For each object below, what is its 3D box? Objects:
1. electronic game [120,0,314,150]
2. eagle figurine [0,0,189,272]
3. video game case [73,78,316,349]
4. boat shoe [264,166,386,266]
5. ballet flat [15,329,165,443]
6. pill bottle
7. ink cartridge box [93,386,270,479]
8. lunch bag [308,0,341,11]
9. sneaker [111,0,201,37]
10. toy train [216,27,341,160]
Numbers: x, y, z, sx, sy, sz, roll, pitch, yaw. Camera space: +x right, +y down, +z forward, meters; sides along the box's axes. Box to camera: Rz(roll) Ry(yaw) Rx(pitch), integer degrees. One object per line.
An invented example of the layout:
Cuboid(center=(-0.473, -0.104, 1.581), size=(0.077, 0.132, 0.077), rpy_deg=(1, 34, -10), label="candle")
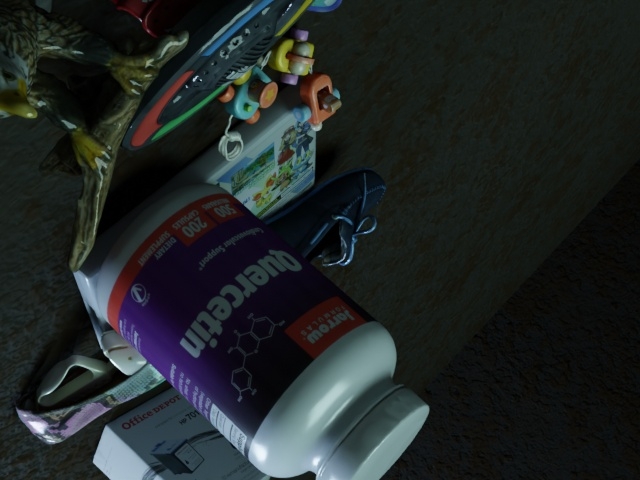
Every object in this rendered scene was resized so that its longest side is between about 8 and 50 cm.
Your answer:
Cuboid(center=(-0.070, -0.150, 0.841), size=(0.229, 0.048, 0.229), rpy_deg=(-42, -177, 2), label="electronic game")
Cuboid(center=(-0.235, -0.117, 0.649), size=(0.298, 0.225, 0.226), rpy_deg=(12, 75, -36), label="eagle figurine")
Cuboid(center=(-0.129, 0.002, 1.257), size=(0.329, 0.036, 0.300), rpy_deg=(-41, 159, -22), label="video game case")
Cuboid(center=(0.000, 0.000, 1.341), size=(0.258, 0.089, 0.109), rpy_deg=(-36, 157, -33), label="boat shoe")
Cuboid(center=(-0.232, 0.140, 1.171), size=(0.221, 0.077, 0.079), rpy_deg=(-33, 134, 7), label="ballet flat")
Cuboid(center=(-0.055, 0.101, 1.061), size=(0.181, 0.323, 0.181), rpy_deg=(-42, 159, -20), label="pill bottle")
Cuboid(center=(-0.184, 0.301, 1.450), size=(0.139, 0.191, 0.082), rpy_deg=(-27, 149, -49), label="ink cartridge box")
Cuboid(center=(0.004, -0.278, 0.962), size=(0.151, 0.096, 0.129), rpy_deg=(-23, 153, -25), label="lunch bag")
Cuboid(center=(-0.096, -0.223, 0.831), size=(0.128, 0.087, 0.221), rpy_deg=(-43, 162, -21), label="sneaker")
Cuboid(center=(-0.034, -0.146, 1.118), size=(0.166, 0.046, 0.125), rpy_deg=(-33, 130, -37), label="toy train")
